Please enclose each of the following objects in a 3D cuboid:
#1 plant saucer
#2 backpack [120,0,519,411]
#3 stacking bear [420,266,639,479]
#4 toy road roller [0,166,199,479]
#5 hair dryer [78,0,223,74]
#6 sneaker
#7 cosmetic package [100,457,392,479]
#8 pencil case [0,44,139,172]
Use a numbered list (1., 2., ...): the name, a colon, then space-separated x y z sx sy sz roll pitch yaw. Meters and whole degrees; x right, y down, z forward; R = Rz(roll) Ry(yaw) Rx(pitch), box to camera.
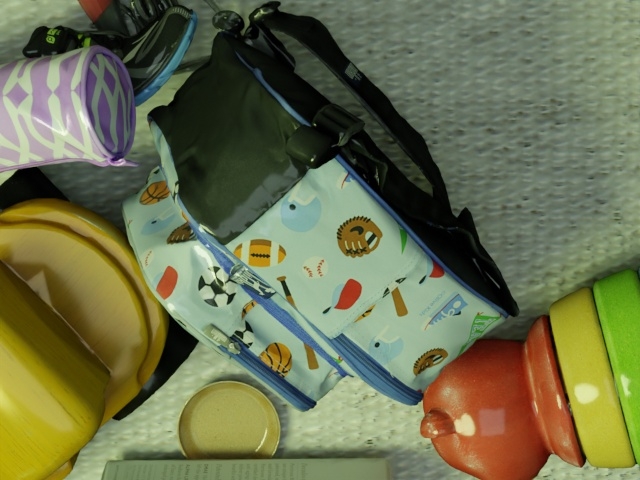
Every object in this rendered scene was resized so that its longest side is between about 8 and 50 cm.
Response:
1. plant saucer: -0.074 0.152 1.177 0.083 0.015 0.083 0 101 -1
2. backpack: 0.000 0.000 1.031 0.263 0.276 0.213 35 105 -25
3. stacking bear: 0.219 0.109 1.108 0.289 0.175 0.164 -15 103 10
4. toy road roller: -0.259 0.110 1.052 0.329 0.240 0.202 -42 98 7
5. hair dryer: -0.200 -0.244 1.066 0.294 0.080 0.223 9 101 -2
6. sneaker: -0.177 -0.128 1.078 0.188 0.067 0.078 -21 118 17
7. cosmetic package: -0.058 0.240 1.154 0.231 0.085 0.117 0 113 -2
8. pencil case: -0.231 -0.080 1.031 0.206 0.086 0.088 -9 82 22
